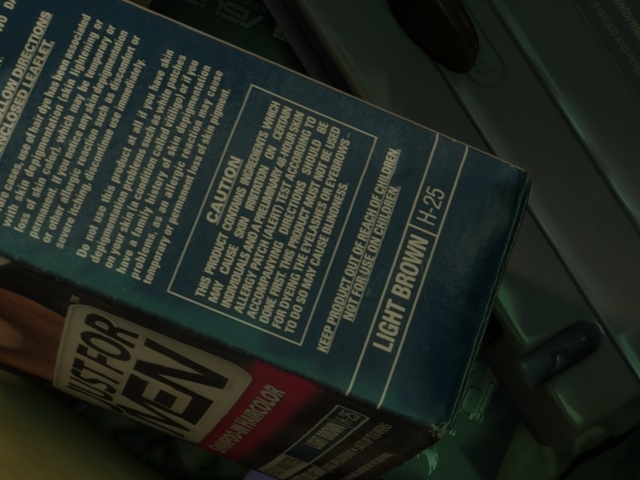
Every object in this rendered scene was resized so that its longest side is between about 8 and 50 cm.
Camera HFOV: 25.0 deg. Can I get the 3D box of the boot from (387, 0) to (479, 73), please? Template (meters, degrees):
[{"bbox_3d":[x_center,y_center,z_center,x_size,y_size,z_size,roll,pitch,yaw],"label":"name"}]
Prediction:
[{"bbox_3d":[0.072,-0.135,0.595,0.114,0.037,0.106,-30,85,-22],"label":"boot"}]

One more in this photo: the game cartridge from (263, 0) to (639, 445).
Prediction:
[{"bbox_3d":[0.098,-0.117,0.641,0.230,0.068,0.355,-29,82,-21],"label":"game cartridge"}]

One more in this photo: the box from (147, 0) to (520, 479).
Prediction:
[{"bbox_3d":[0.000,0.000,0.670,0.232,0.059,0.183,23,85,-4],"label":"box"}]

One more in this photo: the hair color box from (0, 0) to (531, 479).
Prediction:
[{"bbox_3d":[-0.119,-0.022,0.531,0.347,0.174,0.105,23,69,-5],"label":"hair color box"}]

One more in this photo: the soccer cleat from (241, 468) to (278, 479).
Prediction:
[{"bbox_3d":[0.029,0.214,0.656,0.083,0.095,0.248,-21,92,-5],"label":"soccer cleat"}]

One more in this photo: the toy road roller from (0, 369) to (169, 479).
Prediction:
[{"bbox_3d":[-0.196,0.234,0.611,0.202,0.240,0.329,37,50,-5],"label":"toy road roller"}]
